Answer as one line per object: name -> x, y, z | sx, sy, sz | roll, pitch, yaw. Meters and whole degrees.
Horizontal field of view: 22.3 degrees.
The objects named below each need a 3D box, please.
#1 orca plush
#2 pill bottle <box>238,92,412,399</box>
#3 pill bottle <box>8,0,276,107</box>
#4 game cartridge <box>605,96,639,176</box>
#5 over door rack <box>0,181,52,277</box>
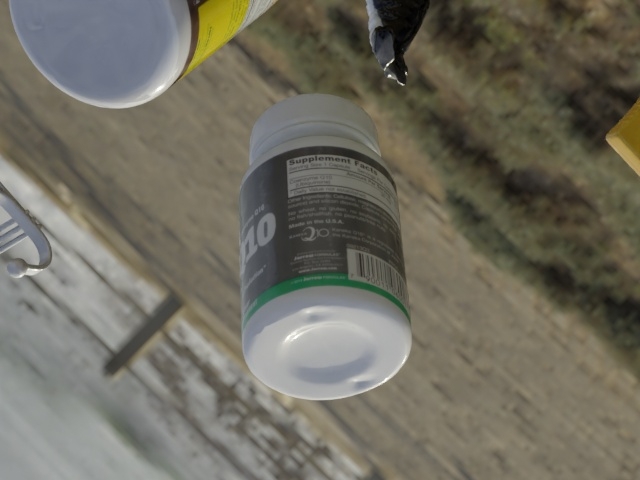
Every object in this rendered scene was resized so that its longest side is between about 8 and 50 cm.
orca plush -> 0.071, -0.295, 1.524 | 0.102, 0.287, 0.151 | -31, 129, 34
pill bottle -> 0.000, 0.000, 2.020 | 0.204, 0.204, 0.361 | 58, -160, -44
pill bottle -> -0.090, -0.172, 0.999 | 0.117, 0.215, 0.117 | 12, 121, 20
game cartridge -> 0.584, -0.152, 2.213 | 0.285, 0.324, 0.052 | 46, 166, -8
over door rack -> -0.428, -0.057, 1.492 | 0.239, 0.108, 0.324 | -27, 101, 33
